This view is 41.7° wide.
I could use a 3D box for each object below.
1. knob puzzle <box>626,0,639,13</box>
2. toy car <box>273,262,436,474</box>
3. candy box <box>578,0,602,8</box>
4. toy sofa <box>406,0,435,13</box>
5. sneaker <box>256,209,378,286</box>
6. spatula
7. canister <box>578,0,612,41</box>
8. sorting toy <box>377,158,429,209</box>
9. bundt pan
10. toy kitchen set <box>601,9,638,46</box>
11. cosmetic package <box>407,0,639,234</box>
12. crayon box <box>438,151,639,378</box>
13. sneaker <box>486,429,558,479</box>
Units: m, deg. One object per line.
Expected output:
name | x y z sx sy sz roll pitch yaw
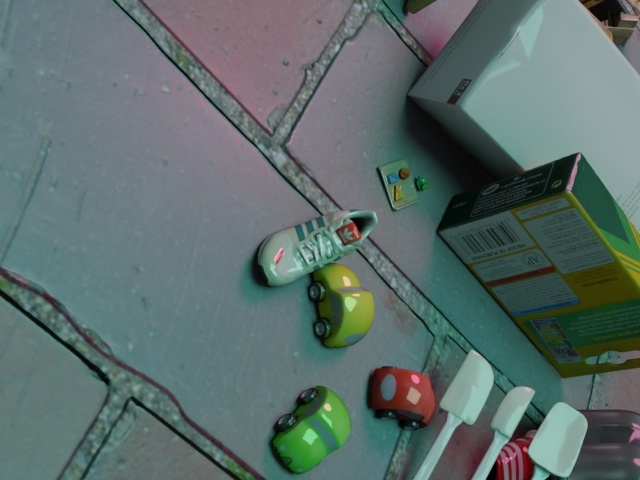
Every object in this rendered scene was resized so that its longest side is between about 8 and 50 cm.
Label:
knob puzzle | 0.582 -0.492 1.620 0.213 0.030 0.213 32 28 -20
toy car | 0.033 0.163 0.917 0.239 0.053 0.225 56 46 -14
candy box | 0.476 -0.524 1.533 0.053 0.109 0.186 -4 78 -44
toy sofa | 0.079 -0.500 1.121 0.363 0.150 0.177 37 49 -29
sneaker | 0.000 0.000 0.926 0.161 0.075 0.057 -27 95 -45
spatula | 0.192 0.266 0.968 0.168 0.019 0.242 32 68 4
canister | 0.439 -0.358 1.467 0.170 0.073 0.126 26 60 -37
sorting toy | 0.113 -0.078 1.104 0.083 0.012 0.062 -23 92 -45
bundt pan | 0.400 0.364 1.064 0.331 0.124 0.330 -15 90 -69
toy kitchen set | 0.560 -0.426 1.612 0.068 0.083 0.075 4 68 1
cosmetic package | 0.337 -0.161 1.185 0.385 0.156 0.217 40 88 -26
crayon box | 0.339 0.047 1.142 0.323 0.203 0.083 48 49 -22
sneaker | 0.252 0.362 1.059 0.128 0.087 0.221 -12 85 -27
